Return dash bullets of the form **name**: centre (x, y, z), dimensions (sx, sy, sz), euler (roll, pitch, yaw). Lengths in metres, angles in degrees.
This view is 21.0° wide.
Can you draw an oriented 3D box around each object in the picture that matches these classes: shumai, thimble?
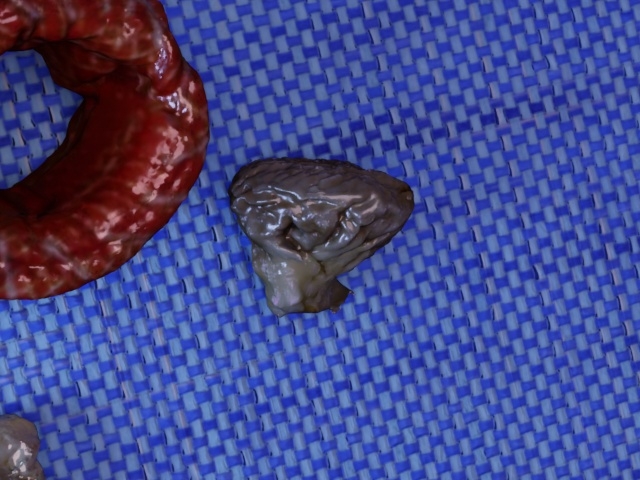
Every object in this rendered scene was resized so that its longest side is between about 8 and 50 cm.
- **shumai**: centre (0.000, 0.000, 1.876), dimensions (0.206, 0.166, 0.175), euler (4, 98, 9)
- **thimble**: centre (-0.306, -0.124, 1.718), dimensions (0.350, 0.231, 0.350), euler (-8, 104, -31)

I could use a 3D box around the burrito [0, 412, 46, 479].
- **burrito**: centre (-0.435, 0.288, 1.784), dimensions (0.348, 0.107, 0.175), euler (-9, 79, -17)
